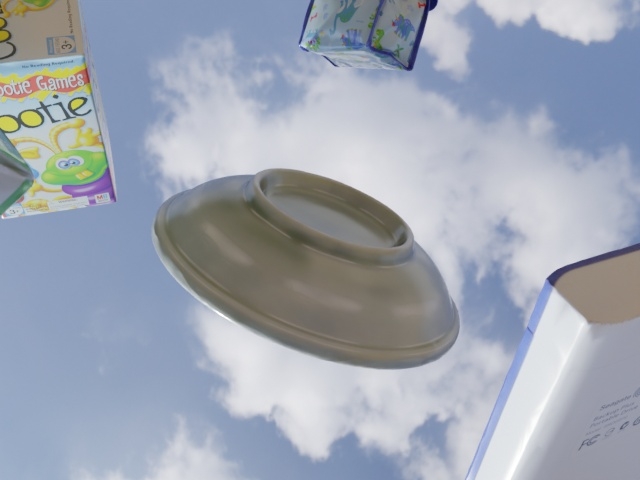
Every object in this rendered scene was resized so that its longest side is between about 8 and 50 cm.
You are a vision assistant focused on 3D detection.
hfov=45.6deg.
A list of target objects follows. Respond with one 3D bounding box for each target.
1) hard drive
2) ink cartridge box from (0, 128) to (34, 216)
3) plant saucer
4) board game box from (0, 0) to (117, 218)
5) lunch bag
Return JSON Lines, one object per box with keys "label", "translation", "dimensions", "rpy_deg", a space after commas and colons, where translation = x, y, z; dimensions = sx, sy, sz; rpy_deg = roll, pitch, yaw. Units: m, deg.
{"label": "hard drive", "translation": [0.180, 0.124, 0.464], "dimensions": [0.210, 0.318, 0.040], "rpy_deg": [-13, -136, -24]}
{"label": "ink cartridge box", "translation": [-0.288, -0.071, 0.299], "dimensions": [0.211, 0.121, 0.289], "rpy_deg": [-42, -108, 3]}
{"label": "plant saucer", "translation": [0.000, 0.000, 0.939], "dimensions": [0.401, 0.100, 0.400], "rpy_deg": [19, -159, -8]}
{"label": "board game box", "translation": [-0.320, -0.161, 0.852], "dimensions": [0.142, 0.275, 0.144], "rpy_deg": [-9, -116, -12]}
{"label": "lunch bag", "translation": [0.060, -0.279, 0.881], "dimensions": [0.096, 0.151, 0.129], "rpy_deg": [14, -179, -45]}
